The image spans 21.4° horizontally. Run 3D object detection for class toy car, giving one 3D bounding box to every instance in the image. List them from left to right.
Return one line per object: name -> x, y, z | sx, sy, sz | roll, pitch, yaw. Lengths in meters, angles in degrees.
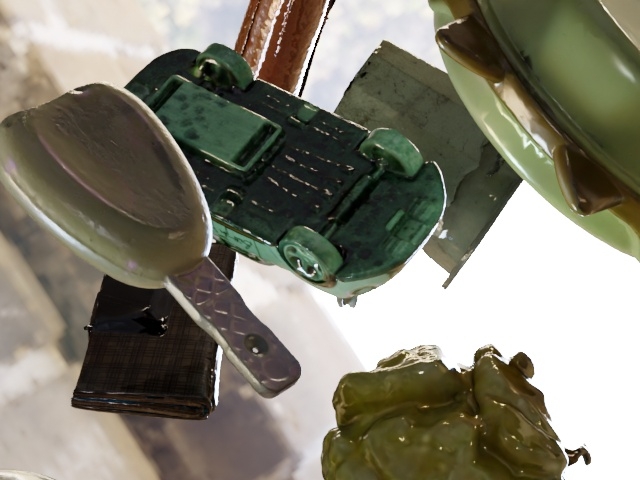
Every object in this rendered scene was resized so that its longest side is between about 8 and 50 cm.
toy car -> -0.040, -0.046, 1.395 | 0.136, 0.306, 0.125 | -51, 155, -25

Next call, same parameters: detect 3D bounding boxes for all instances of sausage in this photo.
sausage -> -0.055, -0.230, 2.034 | 0.102, 0.102, 0.330 | -33, 156, -40

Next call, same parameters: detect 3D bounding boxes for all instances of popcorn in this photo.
popcorn -> 0.082, 0.145, 0.924 | 0.173, 0.168, 0.195 | -40, 157, -7

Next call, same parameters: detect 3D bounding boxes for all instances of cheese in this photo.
cheese -> -0.078, 0.002, 0.845 | 0.097, 0.192, 0.037 | -30, 163, -44

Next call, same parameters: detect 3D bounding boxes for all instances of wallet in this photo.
wallet -> -0.142, 0.072, 1.492 | 0.124, 0.042, 0.230 | 5, -143, 0

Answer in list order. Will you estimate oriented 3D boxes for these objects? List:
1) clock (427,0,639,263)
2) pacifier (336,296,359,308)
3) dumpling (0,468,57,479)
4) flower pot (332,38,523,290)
clock -> 0.208, -0.115, 1.164 | 0.117, 0.286, 0.348 | -43, 170, 29
pacifier -> 0.000, 0.000, 1.544 | 0.116, 0.127, 0.150 | -2, -139, 6
dumpling -> -0.149, 0.179, 0.852 | 0.229, 0.124, 0.151 | 11, 172, 29
flower pot -> 0.106, -0.085, 1.702 | 0.212, 0.202, 0.212 | -58, 179, -2
